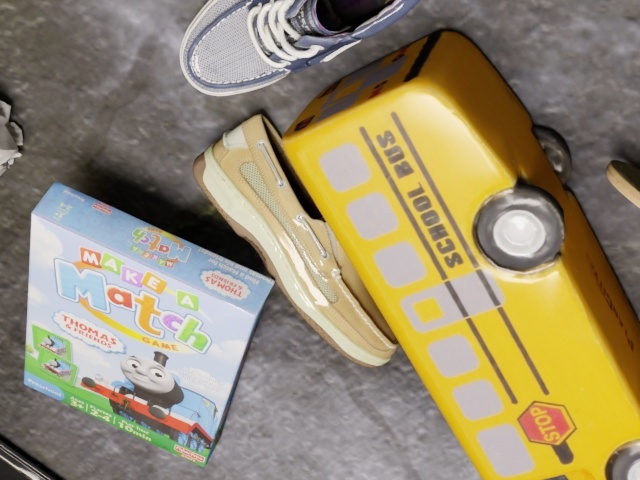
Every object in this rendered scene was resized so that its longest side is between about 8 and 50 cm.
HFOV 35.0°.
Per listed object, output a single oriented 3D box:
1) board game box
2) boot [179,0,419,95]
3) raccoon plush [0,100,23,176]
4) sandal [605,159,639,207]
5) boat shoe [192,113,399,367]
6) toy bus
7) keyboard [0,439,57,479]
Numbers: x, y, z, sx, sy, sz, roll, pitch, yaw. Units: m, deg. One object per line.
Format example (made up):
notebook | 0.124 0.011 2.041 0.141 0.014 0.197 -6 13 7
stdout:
board game box | -0.131 0.069 0.727 0.160 0.039 0.212 24 137 3
boot | -0.017 -0.132 0.596 0.190 0.086 0.069 -26 107 26
raccoon plush | -0.467 -0.062 0.753 0.446 0.216 0.299 -33 87 -5
sandal | 0.257 0.045 0.610 0.240 0.088 0.079 28 115 -5
boat shoe | 0.000 0.000 0.675 0.072 0.068 0.190 -38 102 17
toy bus | 0.120 0.040 0.633 0.130 0.108 0.333 -23 108 25
keyboard | -0.374 0.206 0.906 0.317 0.033 0.201 37 114 -4
